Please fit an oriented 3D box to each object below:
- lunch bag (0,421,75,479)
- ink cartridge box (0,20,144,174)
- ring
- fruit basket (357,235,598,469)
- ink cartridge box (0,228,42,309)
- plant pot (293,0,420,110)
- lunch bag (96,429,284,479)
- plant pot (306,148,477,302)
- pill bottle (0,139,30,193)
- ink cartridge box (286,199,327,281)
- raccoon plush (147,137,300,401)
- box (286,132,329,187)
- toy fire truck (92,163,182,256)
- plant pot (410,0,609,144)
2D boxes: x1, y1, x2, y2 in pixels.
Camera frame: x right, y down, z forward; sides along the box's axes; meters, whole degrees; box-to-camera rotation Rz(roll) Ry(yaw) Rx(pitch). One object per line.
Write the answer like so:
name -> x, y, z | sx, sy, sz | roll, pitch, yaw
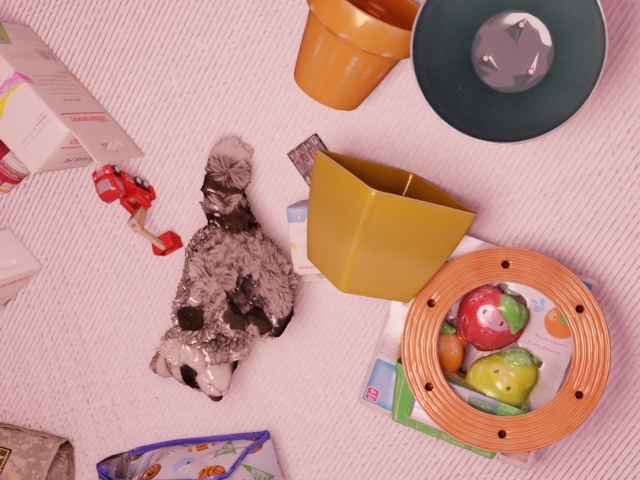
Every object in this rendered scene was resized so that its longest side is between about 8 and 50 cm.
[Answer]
lunch bag -> -0.654, 0.527, 1.807 | 0.235, 0.169, 0.287 | 8, 94, 17
ink cartridge box -> -0.516, -0.241, 1.601 | 0.119, 0.207, 0.353 | -44, 87, 16
ring -> 0.302, 0.178, 1.420 | 0.337, 0.032, 0.336 | -1, 81, 9
fruit basket -> 0.265, 0.182, 1.496 | 0.327, 0.165, 0.353 | 21, 102, 11
ink cartridge box -> -0.725, 0.113, 1.729 | 0.273, 0.198, 0.115 | -42, 86, 18
plant pot -> 0.049, -0.330, 1.451 | 0.205, 0.205, 0.188 | 36, 123, 6
lunch bag -> -0.256, 0.567, 1.677 | 0.386, 0.239, 0.327 | -11, 98, 33
plant pot -> 0.093, -0.015, 1.437 | 0.212, 0.212, 0.187 | 10, 108, -30
pill bottle -> -0.603, -0.167, 1.703 | 0.152, 0.086, 0.086 | -37, 89, 17
ink cartridge box -> 0.000, 0.000, 1.569 | 0.092, 0.090, 0.143 | -2, 101, 16
raccoon plush -> -0.185, 0.072, 1.622 | 0.216, 0.446, 0.299 | 19, 149, -20
box -> -0.012, -0.144, 1.583 | 0.067, 0.018, 0.083 | -35, 90, 18
toy fire truck -> -0.346, -0.054, 1.628 | 0.047, 0.192, 0.135 | -28, 64, 17
plant pot -> 0.302, -0.303, 1.376 | 0.290, 0.195, 0.290 | 3, 100, 15
